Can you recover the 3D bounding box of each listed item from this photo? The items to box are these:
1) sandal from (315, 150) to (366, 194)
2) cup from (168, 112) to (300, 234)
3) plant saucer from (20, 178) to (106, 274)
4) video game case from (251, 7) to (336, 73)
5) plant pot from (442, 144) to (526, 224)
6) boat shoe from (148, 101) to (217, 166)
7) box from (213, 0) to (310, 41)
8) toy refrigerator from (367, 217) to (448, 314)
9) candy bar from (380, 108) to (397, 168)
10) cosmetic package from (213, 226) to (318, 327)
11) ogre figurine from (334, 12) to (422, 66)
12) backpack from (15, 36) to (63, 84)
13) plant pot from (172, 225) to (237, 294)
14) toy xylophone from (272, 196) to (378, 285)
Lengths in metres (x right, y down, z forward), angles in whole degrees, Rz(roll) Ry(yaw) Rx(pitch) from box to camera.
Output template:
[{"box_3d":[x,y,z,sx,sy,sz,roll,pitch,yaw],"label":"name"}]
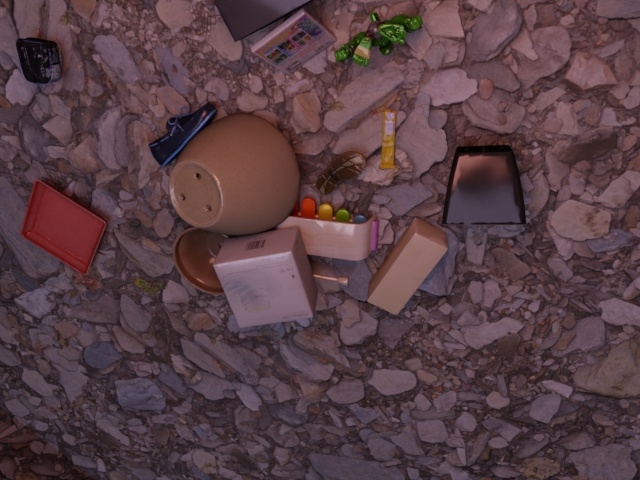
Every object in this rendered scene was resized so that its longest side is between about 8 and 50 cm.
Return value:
[{"box_3d":[0.055,-0.187,1.434,0.072,0.049,0.180,47,135,-7],"label":"sandal"},{"box_3d":[-0.250,-0.148,1.380,0.330,0.237,0.332,10,113,24],"label":"cup"},{"box_3d":[-0.839,-0.046,1.759,0.259,0.048,0.258,33,122,-4],"label":"plant saucer"},{"box_3d":[-0.062,-0.465,1.260,0.157,0.143,0.019,-26,70,27],"label":"video game case"},{"box_3d":[0.394,-0.141,1.294,0.187,0.188,0.167,1,106,15],"label":"plant pot"},{"box_3d":[-0.390,-0.298,1.457,0.258,0.109,0.089,-35,102,27],"label":"boat shoe"},{"box_3d":[-0.078,-0.555,1.175,0.261,0.184,0.103,-18,112,24],"label":"box"},{"box_3d":[0.240,0.074,1.503,0.102,0.094,0.270,25,123,-7],"label":"toy refrigerator"},{"box_3d":[0.176,-0.258,1.372,0.040,0.018,0.162,4,119,10],"label":"candy bar"},{"box_3d":[-0.145,0.106,1.486,0.223,0.138,0.225,-10,120,13],"label":"cosmetic package"},{"box_3d":[0.134,-0.464,1.207,0.097,0.118,0.197,44,122,-16],"label":"ogre figurine"},{"box_3d":[-0.760,-0.491,1.461,0.104,0.084,0.115,11,117,8],"label":"backpack"},{"box_3d":[-0.318,0.038,1.625,0.237,0.110,0.238,7,121,12],"label":"plant pot"},{"box_3d":[0.000,0.000,1.530,0.322,0.081,0.237,15,122,7],"label":"toy xylophone"}]
